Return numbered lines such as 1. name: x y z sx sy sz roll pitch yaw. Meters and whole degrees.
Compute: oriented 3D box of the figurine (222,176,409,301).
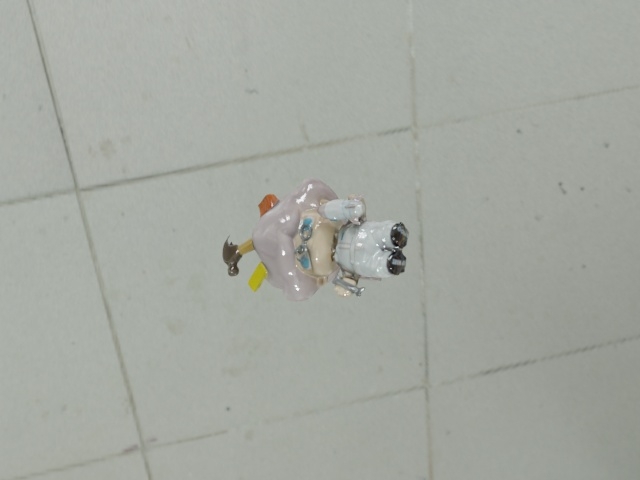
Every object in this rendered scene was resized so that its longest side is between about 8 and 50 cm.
1. figurine: 0.000 0.000 1.053 0.112 0.229 0.137 -4 97 -49
